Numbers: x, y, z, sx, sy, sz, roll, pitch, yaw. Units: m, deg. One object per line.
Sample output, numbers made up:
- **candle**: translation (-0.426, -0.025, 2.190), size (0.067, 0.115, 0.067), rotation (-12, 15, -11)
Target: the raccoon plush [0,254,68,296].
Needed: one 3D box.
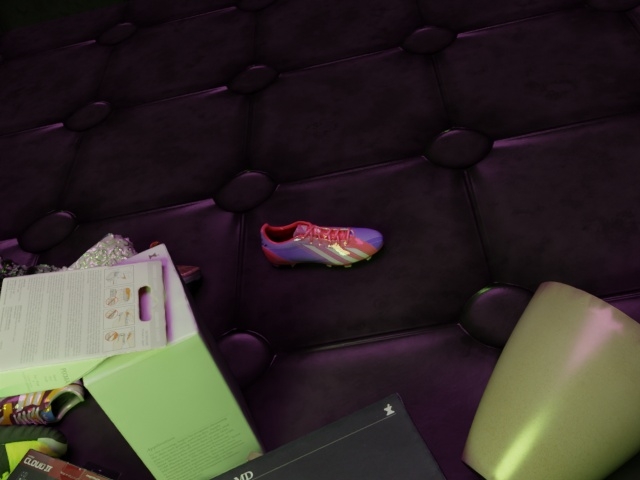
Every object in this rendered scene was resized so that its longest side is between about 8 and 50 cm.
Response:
- **raccoon plush**: translation (-0.755, 0.151, 1.538), size (0.447, 0.216, 0.299), rotation (0, 53, 18)

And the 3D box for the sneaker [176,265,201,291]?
- **sneaker**: translation (-0.324, 0.149, 1.474), size (0.099, 0.153, 0.282), rotation (1, 15, 23)

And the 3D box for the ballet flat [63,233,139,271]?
- **ballet flat**: translation (-0.511, 0.151, 1.484), size (0.409, 0.147, 0.147), rotation (-45, 48, -16)

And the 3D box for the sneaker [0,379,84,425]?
- **sneaker**: translation (-0.524, 0.309, 1.377), size (0.185, 0.069, 0.084), rotation (-32, 39, -14)

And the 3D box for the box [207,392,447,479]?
- **box**: translation (0.029, 0.427, 0.982), size (0.343, 0.179, 0.312), rotation (-23, 43, -6)

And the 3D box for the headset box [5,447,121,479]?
- **headset box**: translation (-0.416, 0.467, 1.142), size (0.218, 0.110, 0.293), rotation (9, 49, 26)

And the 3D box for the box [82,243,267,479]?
- **box**: translation (-0.232, 0.216, 1.171), size (0.168, 0.345, 0.215), rotation (-25, 42, -8)

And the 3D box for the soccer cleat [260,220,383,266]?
- **soccer cleat**: translation (0.000, 0.000, 1.506), size (0.248, 0.095, 0.083), rotation (-5, 44, 15)

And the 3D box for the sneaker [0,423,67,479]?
- **sneaker**: translation (-0.605, 0.384, 1.216), size (0.385, 0.147, 0.145), rotation (-2, -14, -36)

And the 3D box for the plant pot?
- **plant pot**: translation (0.331, 0.243, 1.052), size (0.274, 0.256, 0.256), rotation (-48, 48, -9)

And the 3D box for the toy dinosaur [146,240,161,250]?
- **toy dinosaur**: translation (-0.335, 0.045, 1.582), size (0.047, 0.082, 0.090), rotation (-28, 44, -11)

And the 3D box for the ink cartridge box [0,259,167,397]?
- **ink cartridge box**: translation (-0.325, 0.114, 1.032), size (0.225, 0.056, 0.181), rotation (-6, 41, -10)

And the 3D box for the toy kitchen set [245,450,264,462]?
- **toy kitchen set**: translation (-0.119, 0.379, 1.160), size (0.068, 0.075, 0.083), rotation (10, 45, 29)
